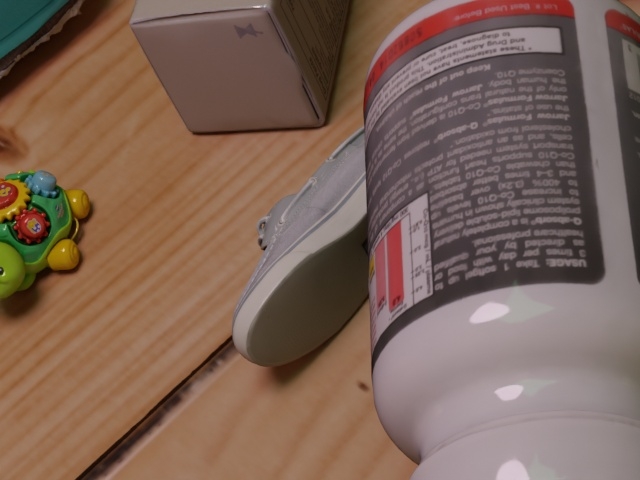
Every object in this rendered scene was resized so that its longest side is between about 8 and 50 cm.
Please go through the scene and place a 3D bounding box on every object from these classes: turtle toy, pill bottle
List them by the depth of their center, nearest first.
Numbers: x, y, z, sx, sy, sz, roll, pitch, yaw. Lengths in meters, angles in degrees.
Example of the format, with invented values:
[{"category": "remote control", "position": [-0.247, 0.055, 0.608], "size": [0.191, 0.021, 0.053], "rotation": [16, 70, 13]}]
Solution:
[{"category": "pill bottle", "position": [0.134, 0.031, 1.108], "size": [0.210, 0.210, 0.363], "rotation": [-10, 54, 13]}, {"category": "turtle toy", "position": [-0.239, -0.006, 1.371], "size": [0.095, 0.066, 0.130], "rotation": [-6, 53, 16]}]

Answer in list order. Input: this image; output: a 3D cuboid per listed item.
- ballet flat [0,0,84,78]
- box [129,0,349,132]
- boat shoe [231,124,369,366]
[{"category": "ballet flat", "position": [-0.364, -0.140, 1.503], "size": [0.409, 0.147, 0.147], "rotation": [-38, 51, -14]}, {"category": "box", "position": [-0.046, -0.251, 1.438], "size": [0.121, 0.148, 0.311], "rotation": [-2, 52, 20]}, {"category": "boat shoe", "position": [0.000, -0.001, 1.280], "size": [0.081, 0.079, 0.227], "rotation": [19, 57, 39]}]
